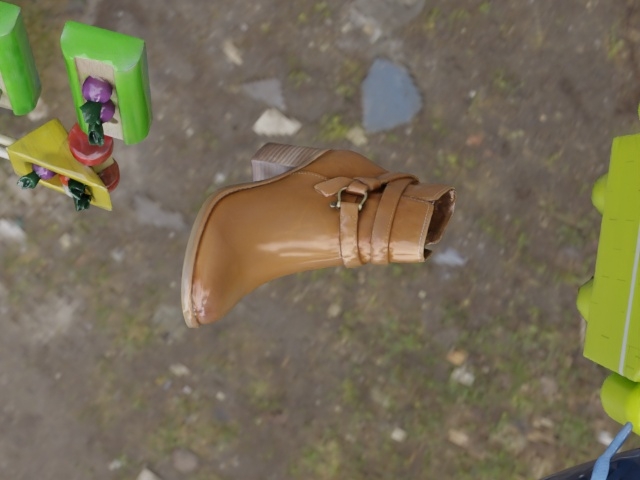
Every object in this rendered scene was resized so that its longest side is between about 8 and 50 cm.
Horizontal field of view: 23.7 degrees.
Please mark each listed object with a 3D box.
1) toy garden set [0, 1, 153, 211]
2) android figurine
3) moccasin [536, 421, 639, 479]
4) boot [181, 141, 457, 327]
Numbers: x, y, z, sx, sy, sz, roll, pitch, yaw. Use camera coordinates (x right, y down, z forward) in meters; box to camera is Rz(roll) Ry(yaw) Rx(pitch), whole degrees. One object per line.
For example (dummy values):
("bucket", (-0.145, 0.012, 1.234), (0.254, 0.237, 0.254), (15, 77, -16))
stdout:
("toy garden set", (-0.220, -0.082, 0.874), (0.244, 0.049, 0.204), (15, 162, 0))
("android figurine", (0.232, 0.010, 1.044), (0.056, 0.273, 0.248), (8, 89, -4))
("moccasin", (0.040, 0.176, 0.529), (0.342, 0.117, 0.138), (-28, 83, 1))
("boot", (0.000, 0.000, 1.067), (0.152, 0.197, 0.073), (14, 135, 19))
